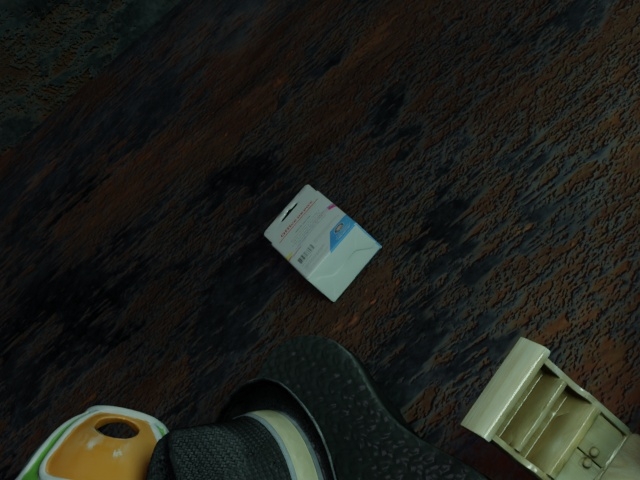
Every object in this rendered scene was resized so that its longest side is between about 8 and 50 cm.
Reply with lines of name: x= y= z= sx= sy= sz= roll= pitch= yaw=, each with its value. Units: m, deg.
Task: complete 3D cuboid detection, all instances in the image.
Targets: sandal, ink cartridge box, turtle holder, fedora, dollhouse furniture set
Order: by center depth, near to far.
dollhouse furniture set: x=0.275 y=0.205 z=1.358 sx=0.212 sy=0.161 sz=0.242 roll=-54 pitch=30 yaw=-8
fedora: x=-0.106 y=0.319 z=1.617 sx=0.334 sy=0.153 sz=0.334 roll=-7 pitch=82 yaw=57
sandal: x=0.062 y=0.262 z=1.659 sx=0.167 sy=0.107 sz=0.446 roll=-49 pitch=43 yaw=-2
turtle holder: x=-0.257 y=0.352 z=1.819 sx=0.243 sy=0.320 sz=0.227 roll=-2 pitch=57 yaw=25
ink cartridge box: x=0.000 y=0.000 z=2.048 sx=0.104 sy=0.061 sz=0.181 roll=-49 pitch=31 yaw=1
